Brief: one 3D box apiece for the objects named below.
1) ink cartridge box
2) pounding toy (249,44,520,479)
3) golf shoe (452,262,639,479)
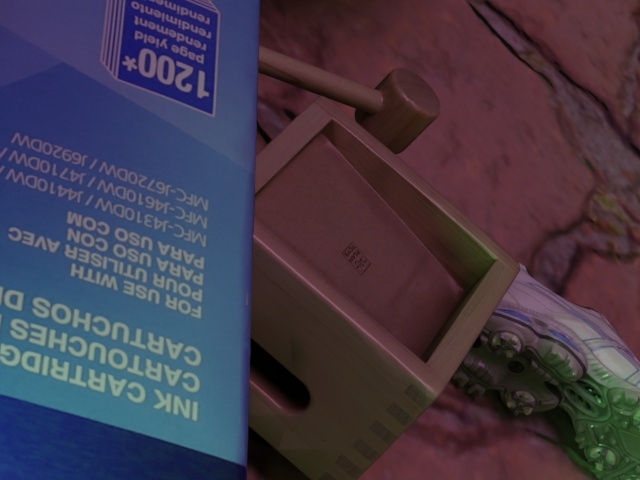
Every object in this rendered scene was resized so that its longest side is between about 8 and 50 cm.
[{"bbox_3d":[-0.168,0.013,0.604,0.270,0.151,0.395,17,49,-20],"label":"ink cartridge box"},{"bbox_3d":[-0.005,-0.009,0.823,0.181,0.094,0.206,41,34,1],"label":"pounding toy"},{"bbox_3d":[0.153,0.072,0.900,0.176,0.069,0.086,37,38,-12],"label":"golf shoe"}]
